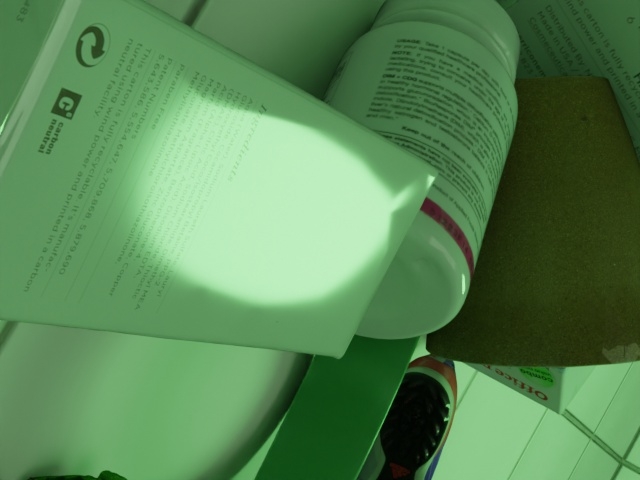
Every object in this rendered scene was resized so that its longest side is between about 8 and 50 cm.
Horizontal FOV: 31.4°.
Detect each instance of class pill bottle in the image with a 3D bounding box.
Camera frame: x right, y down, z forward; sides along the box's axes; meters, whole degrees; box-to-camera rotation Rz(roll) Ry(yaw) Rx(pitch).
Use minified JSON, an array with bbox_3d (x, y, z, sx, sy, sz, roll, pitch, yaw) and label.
[{"bbox_3d":[0.071,-0.075,0.925,0.160,0.160,0.283,82,24,-49],"label":"pill bottle"}]

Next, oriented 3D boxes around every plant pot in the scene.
[{"bbox_3d":[0.216,-0.024,1.079,0.237,0.237,0.254,-6,95,-58],"label":"plant pot"}]

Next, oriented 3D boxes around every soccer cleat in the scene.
[{"bbox_3d":[0.100,0.288,1.447,0.116,0.108,0.318,-37,147,-64],"label":"soccer cleat"}]

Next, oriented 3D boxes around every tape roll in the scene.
[{"bbox_3d":[0.001,0.179,1.064,0.321,0.077,0.321,-64,178,-4],"label":"tape roll"}]

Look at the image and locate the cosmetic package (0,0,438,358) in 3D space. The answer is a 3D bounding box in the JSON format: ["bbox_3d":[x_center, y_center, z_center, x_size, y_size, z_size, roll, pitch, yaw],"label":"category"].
[{"bbox_3d":[-0.115,-0.053,0.640,0.385,0.217,0.156,21,97,-61],"label":"cosmetic package"}]

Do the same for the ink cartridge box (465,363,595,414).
[{"bbox_3d":[0.260,0.032,1.375,0.197,0.198,0.270,-48,149,-26],"label":"ink cartridge box"}]

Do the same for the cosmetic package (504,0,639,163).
[{"bbox_3d":[0.451,-0.212,1.168,0.393,0.329,0.327,-31,178,-34],"label":"cosmetic package"}]

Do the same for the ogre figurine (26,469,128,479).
[{"bbox_3d":[-0.222,0.245,0.864,0.197,0.096,0.118,-7,103,-75],"label":"ogre figurine"}]
